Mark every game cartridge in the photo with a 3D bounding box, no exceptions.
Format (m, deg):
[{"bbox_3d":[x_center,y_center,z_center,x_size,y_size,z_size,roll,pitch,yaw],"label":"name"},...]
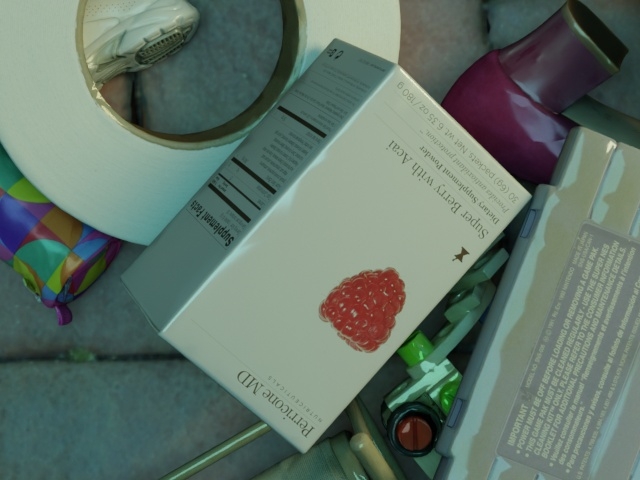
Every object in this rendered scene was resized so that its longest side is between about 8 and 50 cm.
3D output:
[{"bbox_3d":[0.245,0.106,1.432,0.230,0.068,0.355,22,87,1],"label":"game cartridge"}]

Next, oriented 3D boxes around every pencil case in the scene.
[{"bbox_3d":[-0.297,-0.033,1.596,0.236,0.104,0.104,42,92,6],"label":"pencil case"}]

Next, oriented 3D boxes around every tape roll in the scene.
[{"bbox_3d":[-0.120,-0.185,1.529,0.392,0.072,0.392,-3,101,-15],"label":"tape roll"}]

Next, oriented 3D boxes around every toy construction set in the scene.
[{"bbox_3d":[0.180,0.150,1.519,0.215,0.151,0.328,-39,85,3],"label":"toy construction set"}]

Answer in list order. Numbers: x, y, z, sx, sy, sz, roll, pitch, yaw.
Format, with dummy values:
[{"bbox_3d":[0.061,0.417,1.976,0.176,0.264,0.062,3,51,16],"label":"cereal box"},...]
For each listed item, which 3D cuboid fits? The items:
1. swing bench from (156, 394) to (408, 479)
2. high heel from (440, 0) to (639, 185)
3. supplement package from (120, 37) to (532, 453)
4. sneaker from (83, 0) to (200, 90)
[{"bbox_3d":[-0.019,0.297,1.521,0.253,0.165,0.255,-30,110,3],"label":"swing bench"},{"bbox_3d":[0.278,-0.031,1.562,0.181,0.127,0.377,-39,89,31],"label":"high heel"},{"bbox_3d":[0.000,0.000,1.466,0.177,0.175,0.293,42,89,-23],"label":"supplement package"},{"bbox_3d":[-0.236,-0.191,1.603,0.232,0.090,0.115,-28,75,-12],"label":"sneaker"}]
